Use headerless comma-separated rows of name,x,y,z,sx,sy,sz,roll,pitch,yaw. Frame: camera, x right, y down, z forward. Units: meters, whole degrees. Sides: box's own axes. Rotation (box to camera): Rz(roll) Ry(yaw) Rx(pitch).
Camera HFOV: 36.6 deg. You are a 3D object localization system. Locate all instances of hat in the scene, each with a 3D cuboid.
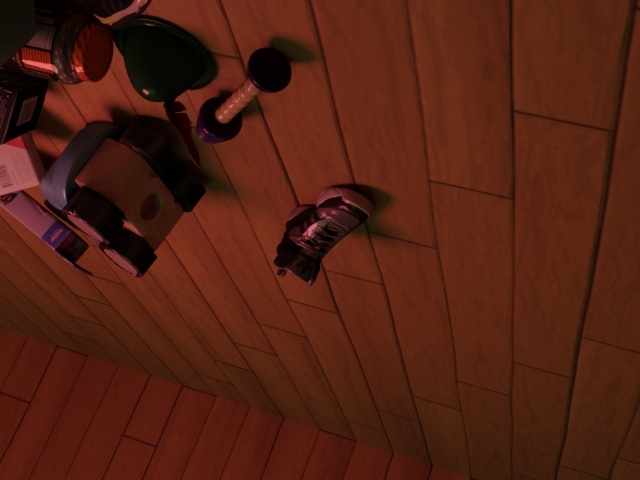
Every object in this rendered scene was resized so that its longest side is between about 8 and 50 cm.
hat,-0.274,-0.226,1.518,0.208,0.184,0.173,-4,146,46

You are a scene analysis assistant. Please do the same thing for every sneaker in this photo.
sneaker,0.000,0.000,1.814,0.101,0.153,0.268,30,156,-20
sneaker,-0.286,-0.364,1.355,0.097,0.084,0.234,34,155,-23

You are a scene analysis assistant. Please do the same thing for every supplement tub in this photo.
supplement tub,-0.437,-0.317,1.552,0.190,0.117,0.117,15,156,16

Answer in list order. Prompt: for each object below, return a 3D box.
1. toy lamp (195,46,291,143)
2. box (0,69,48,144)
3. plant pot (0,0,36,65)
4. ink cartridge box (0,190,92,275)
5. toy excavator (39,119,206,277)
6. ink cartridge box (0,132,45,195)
toy lamp,-0.132,-0.219,1.546,0.080,0.080,0.274,30,156,-18
box,-0.624,-0.271,1.746,0.207,0.108,0.153,22,-162,0
plant pot,-0.523,-0.357,1.400,0.195,0.290,0.290,-10,166,-20
ink cartridge box,-0.624,-0.047,2.135,0.311,0.065,0.186,40,172,7
toy excavator,-0.462,-0.105,1.990,0.445,0.222,0.433,26,162,28
ink cartridge box,-0.684,-0.165,1.934,0.217,0.092,0.159,-16,112,-2
